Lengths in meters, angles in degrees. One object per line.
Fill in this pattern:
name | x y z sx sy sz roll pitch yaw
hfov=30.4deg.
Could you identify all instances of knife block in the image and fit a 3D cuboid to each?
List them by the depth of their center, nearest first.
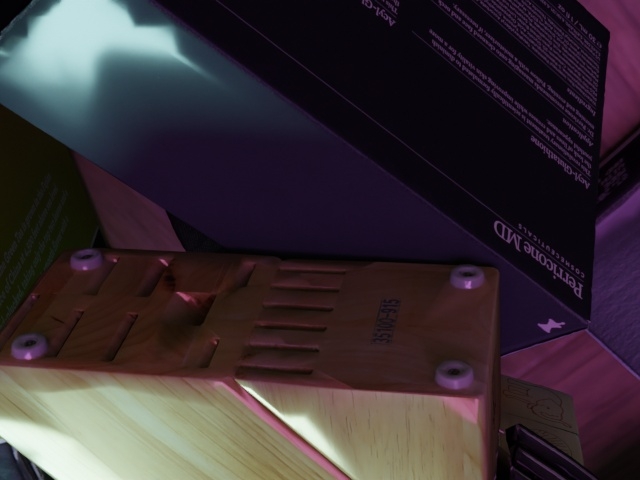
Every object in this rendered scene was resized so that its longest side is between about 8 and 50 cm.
knife block | 0.008 0.130 0.502 0.275 0.088 0.242 3 120 11

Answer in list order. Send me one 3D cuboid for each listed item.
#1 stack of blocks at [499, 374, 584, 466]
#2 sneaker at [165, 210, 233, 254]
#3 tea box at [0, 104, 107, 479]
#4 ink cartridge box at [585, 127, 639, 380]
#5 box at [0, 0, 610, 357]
stack of blocks | 0.008 0.201 0.631 0.171 0.087 0.297 17 112 0
sneaker | 0.000 0.000 0.656 0.121 0.079 0.217 -41 102 20
tea box | -0.294 0.037 0.583 0.329 0.220 0.324 -15 114 7
ink cartridge box | 0.323 0.006 0.666 0.307 0.072 0.303 40 108 -16
box | 0.006 -0.083 0.519 0.261 0.184 0.103 35 137 -27
